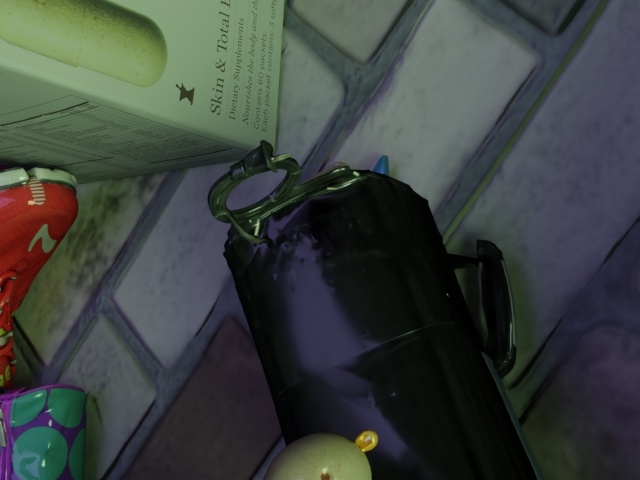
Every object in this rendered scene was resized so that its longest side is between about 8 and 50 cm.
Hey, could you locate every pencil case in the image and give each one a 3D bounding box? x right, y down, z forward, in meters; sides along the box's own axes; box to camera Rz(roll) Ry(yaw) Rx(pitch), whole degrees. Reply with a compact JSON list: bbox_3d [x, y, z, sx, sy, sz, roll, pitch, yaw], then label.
[{"bbox_3d":[-0.191,0.172,0.767,0.064,0.070,0.152,-10,75,38],"label":"pencil case"}]

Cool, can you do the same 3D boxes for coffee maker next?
[{"bbox_3d":[0.021,0.070,0.541,0.120,0.171,0.178,-38,58,31],"label":"coffee maker"}]

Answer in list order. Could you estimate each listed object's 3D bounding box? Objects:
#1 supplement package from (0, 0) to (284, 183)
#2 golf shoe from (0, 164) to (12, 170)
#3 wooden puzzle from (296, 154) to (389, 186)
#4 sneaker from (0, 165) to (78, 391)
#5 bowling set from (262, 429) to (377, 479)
[{"bbox_3d":[-0.178,-0.163,0.703,0.198,0.262,0.199,-5,78,40],"label":"supplement package"},{"bbox_3d":[-0.356,-0.016,0.926,0.306,0.115,0.140,-35,56,28],"label":"golf shoe"},{"bbox_3d":[0.000,0.000,0.682,0.116,0.014,0.079,-22,71,36],"label":"wooden puzzle"},{"bbox_3d":[-0.241,0.056,0.830,0.279,0.107,0.118,-47,62,35],"label":"sneaker"},{"bbox_3d":[-0.076,0.192,0.409,0.287,0.200,0.154,-45,77,9],"label":"bowling set"}]
